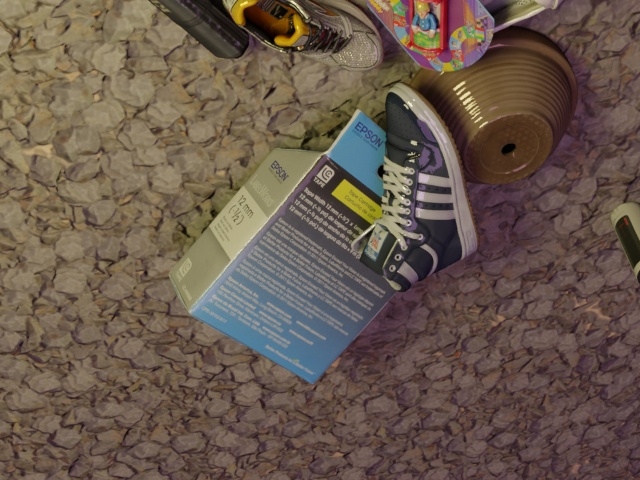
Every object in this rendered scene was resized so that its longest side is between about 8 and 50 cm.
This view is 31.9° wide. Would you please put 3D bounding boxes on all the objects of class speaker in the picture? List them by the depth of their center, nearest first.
[{"bbox_3d":[0.473,0.004,1.651,0.055,0.136,0.055,-3,132,-4],"label":"speaker"}]

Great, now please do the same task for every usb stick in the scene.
[{"bbox_3d":[-0.189,-0.297,1.264,0.278,0.077,0.045,37,87,-36],"label":"usb stick"}]

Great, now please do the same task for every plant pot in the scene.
[{"bbox_3d":[0.234,-0.151,1.470,0.237,0.109,0.237,-7,135,-7],"label":"plant pot"}]

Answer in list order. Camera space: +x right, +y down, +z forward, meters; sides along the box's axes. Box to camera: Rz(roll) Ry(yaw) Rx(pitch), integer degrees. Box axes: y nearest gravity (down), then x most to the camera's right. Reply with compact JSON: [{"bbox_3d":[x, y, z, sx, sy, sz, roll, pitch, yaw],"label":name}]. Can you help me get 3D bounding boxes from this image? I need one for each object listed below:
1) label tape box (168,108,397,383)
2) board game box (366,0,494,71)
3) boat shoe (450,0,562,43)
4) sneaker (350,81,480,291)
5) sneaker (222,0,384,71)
[{"bbox_3d":[0.000,0.000,1.544,0.249,0.115,0.347,35,98,-36],"label":"label tape box"},{"bbox_3d":[0.120,-0.265,1.323,0.168,0.033,0.133,48,140,-10],"label":"board game box"},{"bbox_3d":[0.258,-0.306,1.280,0.098,0.096,0.277,31,141,-26],"label":"boat shoe"},{"bbox_3d":[0.103,-0.054,1.431,0.153,0.099,0.282,-33,127,-12],"label":"sneaker"},{"bbox_3d":[-0.022,-0.249,1.331,0.225,0.092,0.088,18,126,-27],"label":"sneaker"}]
